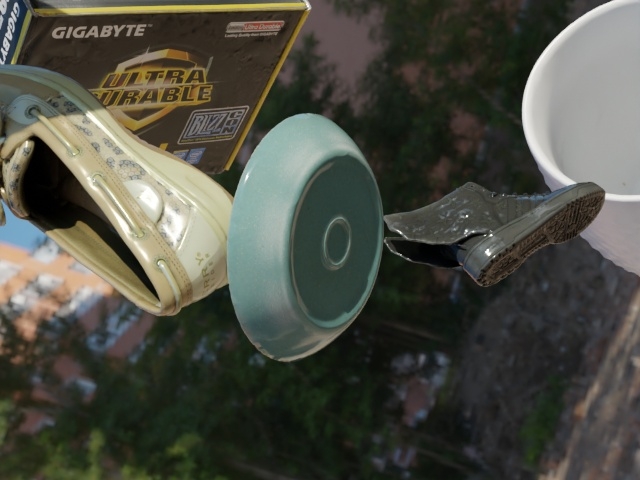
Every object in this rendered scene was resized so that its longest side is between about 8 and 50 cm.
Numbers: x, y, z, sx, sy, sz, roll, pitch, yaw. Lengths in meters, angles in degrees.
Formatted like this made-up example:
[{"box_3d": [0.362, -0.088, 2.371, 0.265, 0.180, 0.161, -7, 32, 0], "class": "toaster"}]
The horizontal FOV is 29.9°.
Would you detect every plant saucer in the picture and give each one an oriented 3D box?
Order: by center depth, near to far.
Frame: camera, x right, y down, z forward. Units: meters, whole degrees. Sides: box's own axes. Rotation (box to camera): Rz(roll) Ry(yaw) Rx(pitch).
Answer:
[{"box_3d": [0.000, 0.000, 0.568, 0.119, 0.021, 0.119, -15, -72, -54], "class": "plant saucer"}]

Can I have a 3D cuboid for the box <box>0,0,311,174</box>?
[{"box_3d": [-0.200, -0.166, 1.250, 0.322, 0.079, 0.257, -9, -33, -38], "class": "box"}]

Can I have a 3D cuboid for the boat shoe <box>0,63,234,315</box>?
[{"box_3d": [-0.181, -0.042, 0.860, 0.089, 0.285, 0.105, -38, -36, -40], "class": "boat shoe"}]

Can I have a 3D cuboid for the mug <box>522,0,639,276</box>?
[{"box_3d": [0.461, -0.119, 1.447, 0.328, 0.374, 0.276, 47, -165, -54], "class": "mug"}]

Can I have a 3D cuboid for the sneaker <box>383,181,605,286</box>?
[{"box_3d": [0.141, -0.021, 0.965, 0.170, 0.089, 0.051, -30, -38, -22], "class": "sneaker"}]
